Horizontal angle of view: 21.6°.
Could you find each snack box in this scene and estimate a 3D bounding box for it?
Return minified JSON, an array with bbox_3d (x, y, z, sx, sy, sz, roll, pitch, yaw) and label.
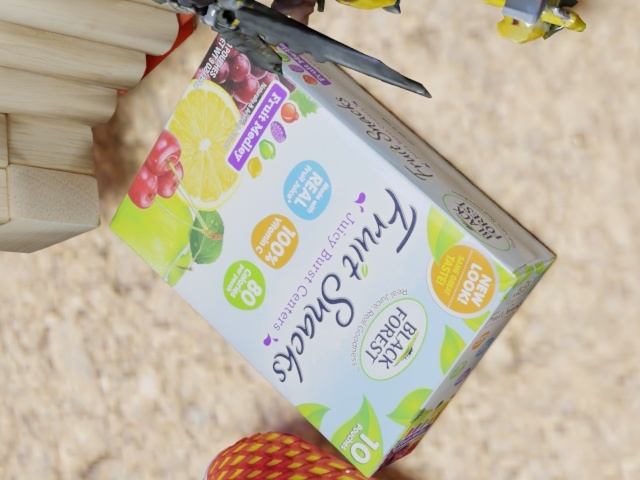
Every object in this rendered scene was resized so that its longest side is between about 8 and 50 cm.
[{"bbox_3d":[0.000,0.000,0.604,0.141,0.037,0.100,43,120,17],"label":"snack box"}]

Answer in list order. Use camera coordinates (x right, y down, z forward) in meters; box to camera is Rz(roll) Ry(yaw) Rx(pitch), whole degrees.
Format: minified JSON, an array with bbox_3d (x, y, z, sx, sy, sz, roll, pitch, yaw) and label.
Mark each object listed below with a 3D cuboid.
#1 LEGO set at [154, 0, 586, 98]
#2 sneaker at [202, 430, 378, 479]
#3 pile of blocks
[{"bbox_3d":[0.108,-0.043,0.399,0.331,0.255,0.192,22,95,19],"label":"LEGO set"},{"bbox_3d":[0.034,0.130,0.607,0.175,0.064,0.067,32,148,19],"label":"sneaker"},{"bbox_3d":[-0.075,-0.140,0.590,0.362,0.113,0.149,-54,53,24],"label":"pile of blocks"}]
